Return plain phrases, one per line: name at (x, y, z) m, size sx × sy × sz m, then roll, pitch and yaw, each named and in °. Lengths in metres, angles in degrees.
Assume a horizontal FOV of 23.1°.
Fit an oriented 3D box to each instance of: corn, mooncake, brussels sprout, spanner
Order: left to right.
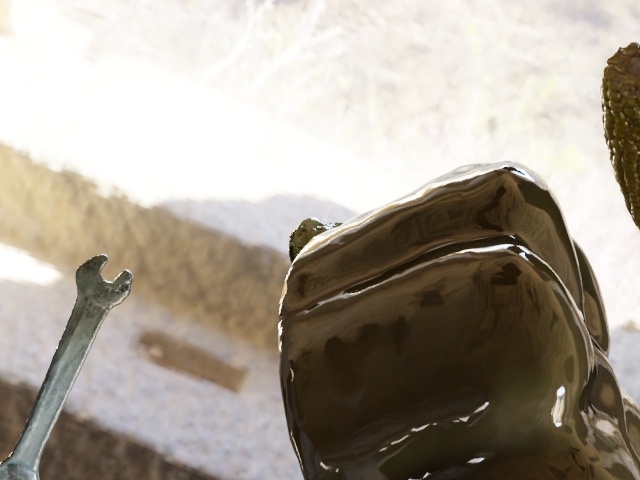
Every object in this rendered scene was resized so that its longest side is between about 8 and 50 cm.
spanner at (-0.292, 0.156, 1.748) m, size 0.071 × 0.302 × 0.017 m, roll 23°, pitch 4°, yaw -33°
brussels sprout at (0.000, 0.000, 1.788) m, size 0.085 × 0.085 × 0.058 m, roll -8°, pitch 66°, yaw -40°
mooncake at (0.157, 0.172, 1.442) m, size 0.467 × 0.262 × 0.467 m, roll -22°, pitch 90°, yaw -76°
corn at (0.335, -0.076, 1.537) m, size 0.101 × 0.101 × 0.310 m, roll 55°, pitch 2°, yaw 38°
